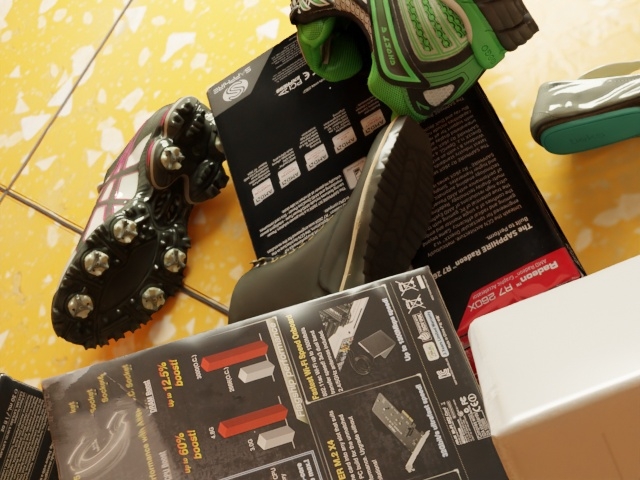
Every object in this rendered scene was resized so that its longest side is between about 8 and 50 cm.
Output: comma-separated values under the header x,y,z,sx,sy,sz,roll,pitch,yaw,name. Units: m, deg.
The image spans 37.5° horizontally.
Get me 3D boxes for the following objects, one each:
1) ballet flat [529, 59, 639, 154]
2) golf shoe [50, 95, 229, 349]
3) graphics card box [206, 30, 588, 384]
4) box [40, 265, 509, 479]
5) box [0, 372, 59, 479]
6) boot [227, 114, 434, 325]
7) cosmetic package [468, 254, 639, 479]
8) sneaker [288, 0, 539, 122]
x,y,z,sx,sy,sz,roll,pitch,yaw,name
0.265,-0.114,0.719,0.213,0.072,0.068,-5,59,30,ballet flat
-0.183,-0.018,0.940,0.120,0.105,0.273,10,65,54,golf shoe
0.052,-0.041,0.795,0.233,0.094,0.371,-31,54,14,graphics card box
-0.001,0.189,0.516,0.242,0.076,0.307,-17,62,-8,box
-0.269,0.257,0.776,0.103,0.184,0.261,-1,65,34,box
0.000,0.000,0.704,0.137,0.077,0.198,3,67,39,boot
0.322,0.072,0.421,0.453,0.161,0.230,-24,98,10,cosmetic package
0.014,-0.226,0.774,0.146,0.134,0.343,-43,51,4,sneaker
